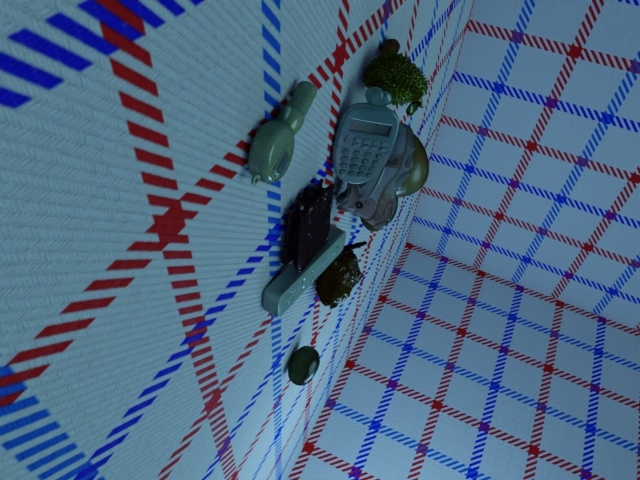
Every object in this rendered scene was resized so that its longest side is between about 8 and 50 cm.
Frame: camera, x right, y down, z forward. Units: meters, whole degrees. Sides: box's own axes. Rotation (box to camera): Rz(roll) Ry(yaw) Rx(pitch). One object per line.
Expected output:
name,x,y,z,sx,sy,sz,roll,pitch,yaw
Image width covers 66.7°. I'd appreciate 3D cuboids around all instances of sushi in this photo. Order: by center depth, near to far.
sushi,0.071,0.126,1.821,0.179,0.166,0.297,-16,120,-47

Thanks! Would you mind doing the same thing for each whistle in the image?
whistle,-0.074,-0.217,0.993,0.126,0.067,0.258,80,33,-65

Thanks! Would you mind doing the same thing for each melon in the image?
melon,-0.063,0.486,1.909,0.167,0.114,0.114,-62,164,-14

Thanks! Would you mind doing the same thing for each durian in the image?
durian,0.222,-0.467,1.415,0.159,0.198,0.146,-17,137,-63

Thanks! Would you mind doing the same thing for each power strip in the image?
power strip,-0.033,0.077,1.456,0.385,0.062,0.091,-44,151,-40

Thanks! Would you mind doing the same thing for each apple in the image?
apple,0.269,-0.278,1.786,0.257,0.256,0.234,-46,124,-55

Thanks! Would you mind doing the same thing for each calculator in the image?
calculator,0.131,-0.299,1.415,0.042,0.183,0.295,-112,-147,-53

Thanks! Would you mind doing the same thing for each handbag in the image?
handbag,-0.035,-0.045,1.355,0.203,0.073,0.216,-52,156,-47

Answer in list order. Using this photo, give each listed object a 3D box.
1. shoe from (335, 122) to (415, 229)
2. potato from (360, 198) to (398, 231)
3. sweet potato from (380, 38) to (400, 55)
shoe,0.178,-0.220,1.580,0.172,0.198,0.351,-96,-157,-79
potato,0.240,-0.151,2.004,0.178,0.160,0.235,103,12,-79
sweet potato,0.223,-0.603,1.523,0.195,0.056,0.056,-57,162,-55
